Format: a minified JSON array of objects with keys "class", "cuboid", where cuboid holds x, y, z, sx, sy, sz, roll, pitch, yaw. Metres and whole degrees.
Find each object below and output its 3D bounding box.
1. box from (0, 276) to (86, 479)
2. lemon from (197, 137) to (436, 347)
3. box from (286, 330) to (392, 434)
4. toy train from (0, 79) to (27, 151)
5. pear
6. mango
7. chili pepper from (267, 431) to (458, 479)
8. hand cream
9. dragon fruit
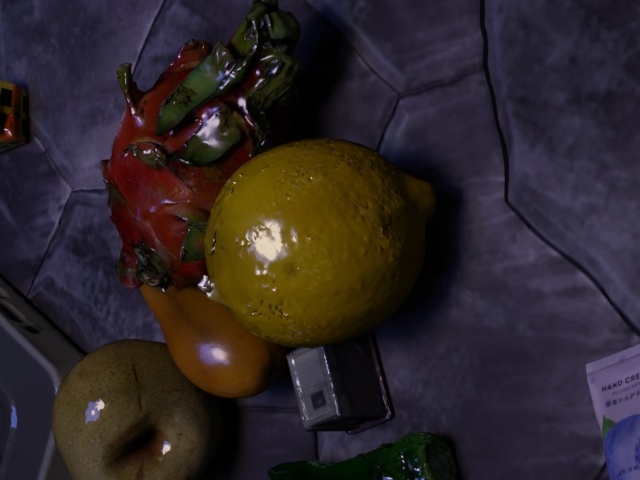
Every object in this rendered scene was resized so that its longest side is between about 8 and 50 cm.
[{"class":"box","cuboid":[-0.405,0.235,1.699,0.367,0.090,0.373,33,113,42]},{"class":"lemon","cuboid":[0.000,0.000,1.213,0.206,0.173,0.173,-19,71,6]},{"class":"box","cuboid":[0.014,0.123,1.277,0.060,0.063,0.084,-29,67,44]},{"class":"toy train","cuboid":[-0.419,-0.138,1.722,0.188,0.099,0.072,-14,76,47]},{"class":"pear","cuboid":[-0.176,0.173,1.405,0.136,0.167,0.167,-117,44,-64]},{"class":"mango","cuboid":[-0.101,0.079,1.374,0.184,0.102,0.084,40,137,43]},{"class":"chili pepper","cuboid":[0.025,0.224,1.264,0.224,0.061,0.098,-24,78,42]},{"class":"hand cream","cuboid":[0.231,0.142,1.062,0.084,0.053,0.142,-29,58,43]},{"class":"dragon fruit","cuboid":[-0.102,-0.079,1.311,0.269,0.198,0.200,126,163,-51]}]
